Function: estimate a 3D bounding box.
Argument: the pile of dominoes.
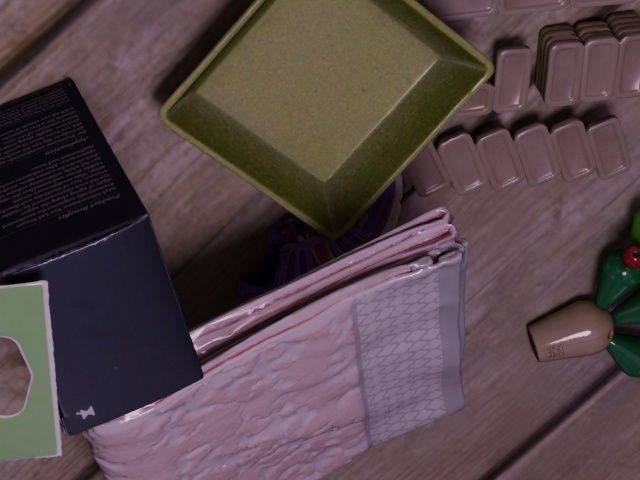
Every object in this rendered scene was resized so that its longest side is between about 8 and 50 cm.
[{"bbox_3d":[0.140,-0.129,1.545,0.251,0.040,0.196,-7,126,-12],"label":"pile of dominoes"}]

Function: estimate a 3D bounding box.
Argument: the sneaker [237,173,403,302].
[{"bbox_3d":[0.000,0.000,1.530,0.071,0.068,0.170,36,107,-25],"label":"sneaker"}]

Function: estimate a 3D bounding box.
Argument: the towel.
[{"bbox_3d":[-0.025,0.129,1.531,0.317,0.053,0.332,-26,154,-9],"label":"towel"}]

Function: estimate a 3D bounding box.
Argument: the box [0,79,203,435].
[{"bbox_3d":[-0.178,0.009,1.360,0.108,0.207,0.153,-23,129,-10],"label":"box"}]

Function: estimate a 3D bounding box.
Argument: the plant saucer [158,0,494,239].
[{"bbox_3d":[0.001,-0.121,1.446,0.188,0.045,0.188,34,107,-30],"label":"plant saucer"}]

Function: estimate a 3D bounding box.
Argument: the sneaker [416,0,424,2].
[{"bbox_3d":[0.024,-0.243,1.388,0.083,0.071,0.191,-15,135,16],"label":"sneaker"}]

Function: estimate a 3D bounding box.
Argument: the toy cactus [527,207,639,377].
[{"bbox_3d":[0.277,0.074,1.704,0.180,0.112,0.219,-18,137,-1],"label":"toy cactus"}]

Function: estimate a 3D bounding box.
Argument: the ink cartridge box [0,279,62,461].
[{"bbox_3d":[-0.295,0.084,1.271,0.235,0.056,0.171,-8,132,-11],"label":"ink cartridge box"}]
